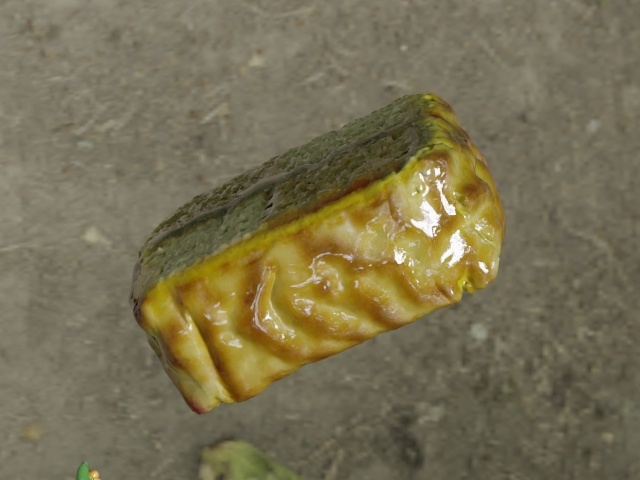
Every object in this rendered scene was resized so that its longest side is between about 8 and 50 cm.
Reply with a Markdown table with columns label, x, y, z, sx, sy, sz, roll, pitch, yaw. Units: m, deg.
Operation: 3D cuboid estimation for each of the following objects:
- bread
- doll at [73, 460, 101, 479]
| label | x | y | z | sx | sy | sz | roll | pitch | yaw |
| --- | --- | --- | --- | --- | --- | --- | --- | --- | --- |
| bread | 0.000 | 0.000 | 0.909 | 0.096 | 0.222 | 0.181 | 60 | 17 | -17 |
| doll | -0.122 | 0.193 | 0.905 | 0.113 | 0.078 | 0.076 | 40 | 48 | 6 |
